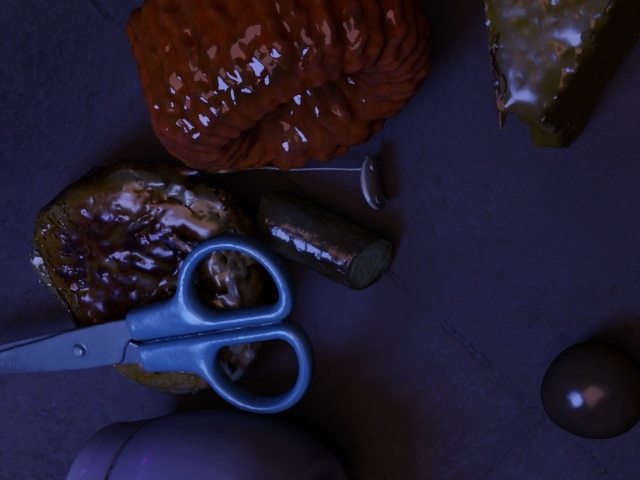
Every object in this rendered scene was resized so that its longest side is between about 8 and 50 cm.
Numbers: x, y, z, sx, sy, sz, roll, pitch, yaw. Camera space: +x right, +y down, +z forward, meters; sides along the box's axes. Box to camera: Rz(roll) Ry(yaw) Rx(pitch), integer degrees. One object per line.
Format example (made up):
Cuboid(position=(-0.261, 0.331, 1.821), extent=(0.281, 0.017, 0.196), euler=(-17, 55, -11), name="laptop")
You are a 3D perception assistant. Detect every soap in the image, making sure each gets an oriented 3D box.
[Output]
Cuboid(position=(0.304, -0.258, 1.238), extent=(0.304, 0.169, 0.339), euler=(-5, 99, 28), name="soap")

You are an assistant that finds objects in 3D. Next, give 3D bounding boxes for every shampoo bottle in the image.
Cuboid(position=(-0.119, 0.312, 1.410), extent=(0.266, 0.273, 0.273), euler=(1, 100, 21), name="shampoo bottle")

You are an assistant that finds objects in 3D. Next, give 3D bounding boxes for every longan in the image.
Cuboid(position=(0.274, 0.155, 1.360), extent=(0.106, 0.106, 0.119), euler=(0, 141, 17), name="longan")

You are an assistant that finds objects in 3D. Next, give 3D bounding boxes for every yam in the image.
Cuboid(position=(0.000, 0.000, 1.428), extent=(0.146, 0.069, 0.070), euler=(25, 106, 14), name="yam")

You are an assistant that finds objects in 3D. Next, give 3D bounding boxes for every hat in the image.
Cuboid(position=(-0.064, -0.273, 1.350), extent=(0.285, 0.285, 0.400), euler=(-26, 64, 19), name="hat")

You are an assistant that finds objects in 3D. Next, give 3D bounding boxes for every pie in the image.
Cuboid(position=(-0.180, 0.047, 1.455), extent=(0.308, 0.085, 0.308), euler=(12, 118, 23), name="pie")

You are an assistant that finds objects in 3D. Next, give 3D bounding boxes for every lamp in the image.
Cuboid(position=(-0.030, -0.062, 1.434), extent=(0.198, 0.050, 0.056), euler=(1, 98, 16), name="lamp")

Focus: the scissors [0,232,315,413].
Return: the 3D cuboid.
Cuboid(position=(-0.217, 0.109, 1.428), extent=(0.447, 0.029, 0.193), euler=(-9, 106, 25), name="scissors")
